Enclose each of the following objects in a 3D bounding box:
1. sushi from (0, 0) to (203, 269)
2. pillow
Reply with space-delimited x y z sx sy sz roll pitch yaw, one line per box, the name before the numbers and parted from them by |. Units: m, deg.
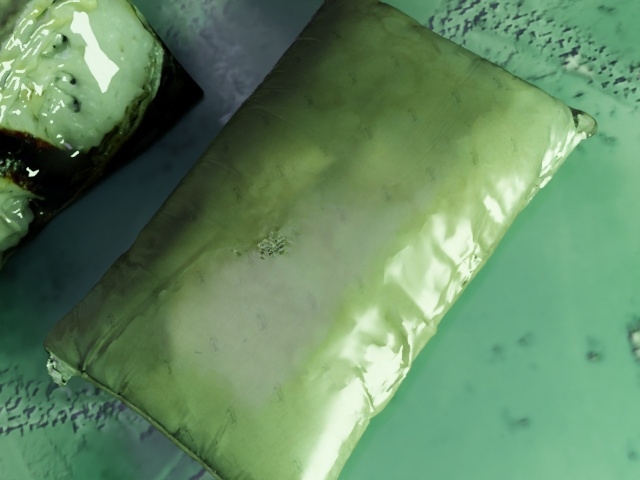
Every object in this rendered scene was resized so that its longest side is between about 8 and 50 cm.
sushi | -0.211 -0.065 0.525 0.134 0.109 0.273 42 81 15
pillow | 0.000 0.000 0.504 0.185 0.075 0.302 35 77 14
